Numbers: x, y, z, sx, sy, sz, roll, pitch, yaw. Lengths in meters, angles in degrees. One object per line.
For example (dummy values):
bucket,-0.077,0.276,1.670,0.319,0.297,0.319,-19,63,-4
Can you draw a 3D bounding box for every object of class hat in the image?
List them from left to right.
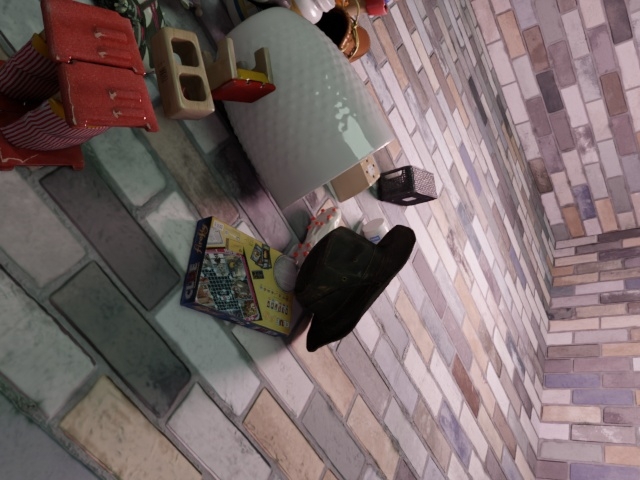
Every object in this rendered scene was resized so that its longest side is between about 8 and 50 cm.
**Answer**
hat,0.035,0.063,0.995,0.134,0.331,0.331,40,45,-7

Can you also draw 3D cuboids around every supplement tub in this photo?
supplement tub,-0.085,-0.515,1.031,0.144,0.200,0.144,49,31,-44
supplement tub,0.169,-0.001,1.347,0.107,0.071,0.071,60,39,-21

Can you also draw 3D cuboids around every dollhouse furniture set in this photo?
dollhouse furniture set,-0.255,-0.206,0.720,0.374,0.201,0.152,-14,91,-52

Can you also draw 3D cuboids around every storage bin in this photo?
storage bin,0.271,-0.165,1.488,0.180,0.122,0.084,4,77,-53

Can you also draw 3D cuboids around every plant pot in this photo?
plant pot,0.092,-0.179,1.275,0.109,0.096,0.109,-46,116,-49

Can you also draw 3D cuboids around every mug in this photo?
mug,-0.030,-0.287,1.004,0.328,0.276,0.374,58,33,-6

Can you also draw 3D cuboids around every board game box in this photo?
board game box,-0.144,0.077,0.925,0.243,0.042,0.165,32,55,-45

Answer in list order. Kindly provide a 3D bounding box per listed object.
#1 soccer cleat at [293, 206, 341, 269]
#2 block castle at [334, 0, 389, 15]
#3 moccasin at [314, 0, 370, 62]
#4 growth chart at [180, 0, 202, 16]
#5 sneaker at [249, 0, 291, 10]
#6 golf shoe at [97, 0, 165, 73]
soccer cleat,0.000,0.000,1.129,0.076,0.068,0.196,57,47,-33
block castle,0.102,-0.878,1.319,0.303,0.213,0.452,26,59,-72
moccasin,0.032,-0.555,1.266,0.380,0.147,0.139,-8,86,-54
growth chart,-0.271,-0.519,0.880,0.237,0.021,0.171,13,69,-81
sneaker,-0.162,-0.506,0.915,0.222,0.083,0.118,38,14,7
golf shoe,-0.325,-0.415,0.809,0.120,0.105,0.272,16,68,-72
